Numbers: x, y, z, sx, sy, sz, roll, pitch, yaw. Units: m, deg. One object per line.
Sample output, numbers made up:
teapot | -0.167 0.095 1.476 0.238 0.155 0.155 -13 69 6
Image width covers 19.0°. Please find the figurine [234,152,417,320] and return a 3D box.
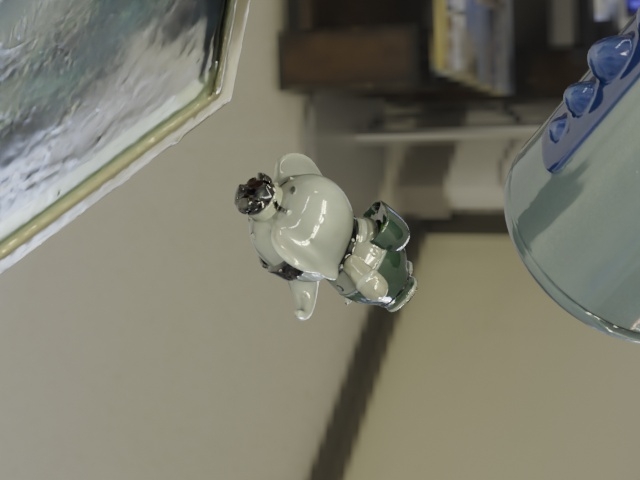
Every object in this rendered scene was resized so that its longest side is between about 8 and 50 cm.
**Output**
figurine | 0.000 0.000 1.739 0.192 0.126 0.147 34 30 -26

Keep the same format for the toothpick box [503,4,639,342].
toothpick box | 0.323 -0.096 1.629 0.263 0.355 0.263 14 52 -19

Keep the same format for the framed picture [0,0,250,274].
framed picture | -0.176 -0.109 1.228 0.446 0.028 0.326 -41 156 -38
